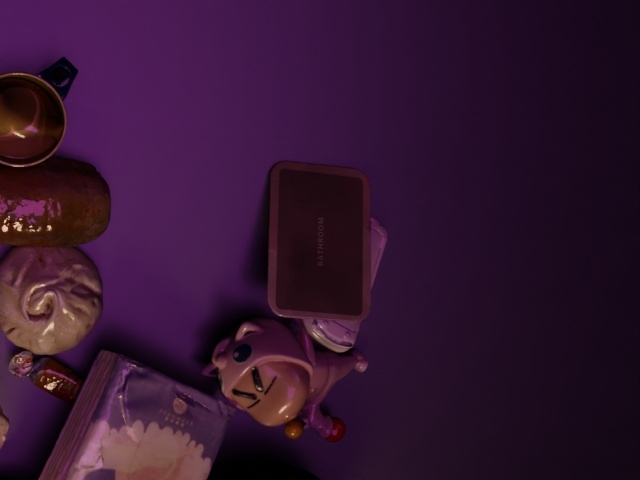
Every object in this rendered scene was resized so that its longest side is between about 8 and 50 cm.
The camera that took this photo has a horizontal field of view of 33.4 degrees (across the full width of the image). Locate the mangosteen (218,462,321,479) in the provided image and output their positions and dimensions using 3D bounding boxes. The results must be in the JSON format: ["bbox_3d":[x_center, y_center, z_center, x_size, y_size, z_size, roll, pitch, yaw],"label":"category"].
[{"bbox_3d":[-0.094,0.513,1.738,0.296,0.313,0.297,22,54,-34],"label":"mangosteen"}]

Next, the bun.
[{"bbox_3d":[-0.415,0.088,1.631,0.183,0.102,0.184,-4,101,-21],"label":"bun"}]

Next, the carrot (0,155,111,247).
[{"bbox_3d":[-0.461,-0.051,1.566,0.301,0.138,0.139,-4,101,-22],"label":"carrot"}]

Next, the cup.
[{"bbox_3d":[-0.426,-0.195,1.548,0.176,0.155,0.131,-46,110,-8],"label":"cup"}]

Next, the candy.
[{"bbox_3d":[-0.407,0.226,1.687,0.182,0.046,0.053,35,97,-21],"label":"candy"}]

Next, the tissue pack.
[{"bbox_3d":[-0.303,0.371,1.658,0.242,0.125,0.344,32,75,-34],"label":"tissue pack"}]

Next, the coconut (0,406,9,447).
[{"bbox_3d":[-0.614,0.245,1.497,0.254,0.297,0.297,-41,110,-10],"label":"coconut"}]

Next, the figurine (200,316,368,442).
[{"bbox_3d":[-0.043,0.228,1.752,0.287,0.186,0.176,29,115,-37],"label":"figurine"}]

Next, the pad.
[{"bbox_3d":[0.000,0.000,1.743,0.176,0.002,0.266,6,72,-16],"label":"pad"}]

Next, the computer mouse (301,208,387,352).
[{"bbox_3d":[0.039,0.065,1.782,0.126,0.056,0.245,31,67,-32],"label":"computer mouse"}]
